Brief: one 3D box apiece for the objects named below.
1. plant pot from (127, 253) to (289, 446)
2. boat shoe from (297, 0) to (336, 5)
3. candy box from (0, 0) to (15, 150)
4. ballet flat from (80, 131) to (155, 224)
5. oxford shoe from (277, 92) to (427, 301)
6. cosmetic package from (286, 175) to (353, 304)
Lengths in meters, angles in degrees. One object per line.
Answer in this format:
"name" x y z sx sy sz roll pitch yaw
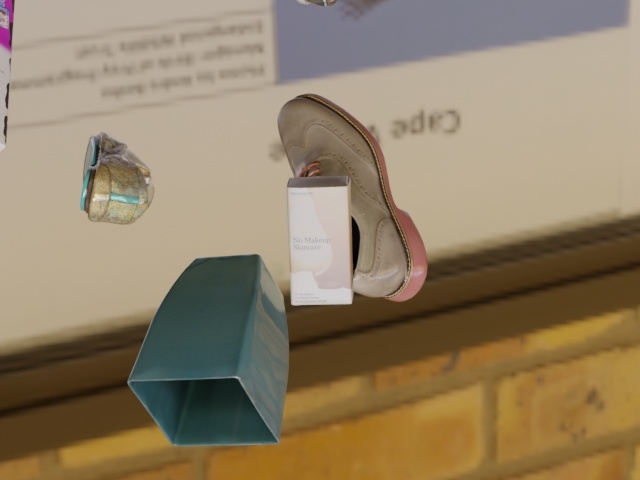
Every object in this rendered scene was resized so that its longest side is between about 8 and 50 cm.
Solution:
"plant pot" -0.135 0.142 2.142 0.165 0.165 0.234 -3 -130 21
"boat shoe" 0.036 -0.391 1.781 0.091 0.305 0.109 23 -137 10
"candy box" -0.431 -0.209 1.723 0.159 0.071 0.233 23 -132 -35
"ballet flat" -0.317 -0.092 2.416 0.123 0.123 0.348 -5 -167 -7
"oxford shoe" 0.017 -0.071 2.054 0.130 0.123 0.348 4 -137 -43
"cosmetic package" 0.000 0.000 1.431 0.060 0.115 0.041 -2 -164 4
